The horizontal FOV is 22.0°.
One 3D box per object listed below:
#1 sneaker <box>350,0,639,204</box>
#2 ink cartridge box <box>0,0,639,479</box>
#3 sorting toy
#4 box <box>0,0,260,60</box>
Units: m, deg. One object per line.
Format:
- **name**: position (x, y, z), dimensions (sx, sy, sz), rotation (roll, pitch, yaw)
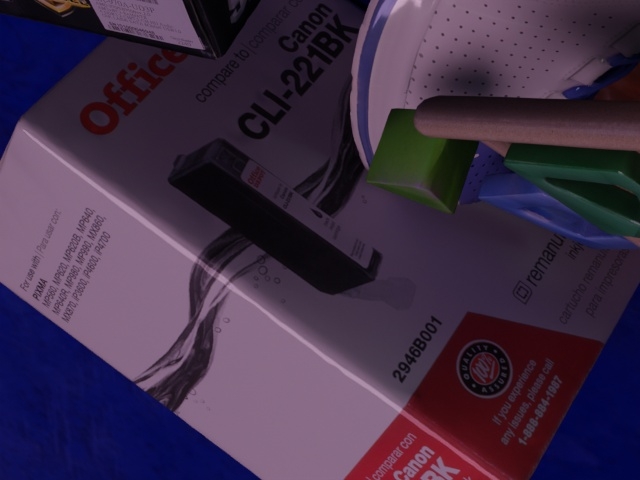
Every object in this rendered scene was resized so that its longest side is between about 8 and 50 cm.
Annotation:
- **sneaker**: position (0.132, -0.112, 0.647), dimensions (0.182, 0.127, 0.315), rotation (31, 138, 12)
- **ink cartridge box**: position (0.000, 0.000, 0.795), dimensions (0.273, 0.197, 0.114), rotation (36, 138, 3)
- **sorting toy**: position (0.149, 0.005, 0.558), dimensions (0.196, 0.047, 0.347), rotation (25, 171, -33)
- **box**: position (-0.069, -0.179, 0.660), dimensions (0.175, 0.220, 0.051), rotation (15, 149, 26)
